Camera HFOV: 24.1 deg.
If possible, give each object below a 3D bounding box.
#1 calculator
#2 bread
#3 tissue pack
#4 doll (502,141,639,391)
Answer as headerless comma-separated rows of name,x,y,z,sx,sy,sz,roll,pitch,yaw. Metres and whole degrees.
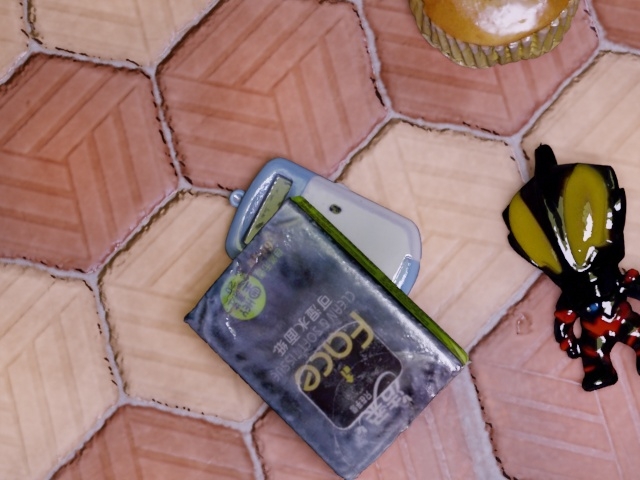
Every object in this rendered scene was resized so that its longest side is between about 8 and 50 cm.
calculator,0.000,0.000,1.517,0.210,0.039,0.121,27,83,10
bread,0.163,-0.298,1.507,0.179,0.133,0.250,-17,78,6
tissue pack,0.004,0.096,1.457,0.235,0.073,0.173,45,106,6
doll,0.258,0.019,1.465,0.127,0.088,0.248,-16,83,3
